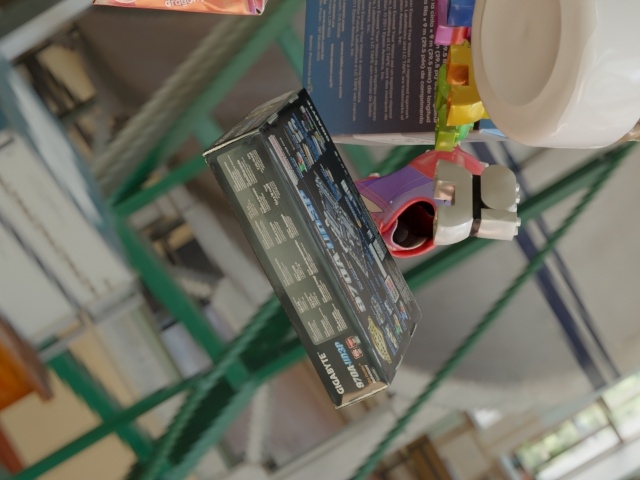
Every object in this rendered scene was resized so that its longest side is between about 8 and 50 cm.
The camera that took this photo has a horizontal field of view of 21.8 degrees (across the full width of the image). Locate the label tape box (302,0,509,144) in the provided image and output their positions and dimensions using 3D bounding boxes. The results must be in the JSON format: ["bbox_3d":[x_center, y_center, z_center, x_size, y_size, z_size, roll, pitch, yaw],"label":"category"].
[{"bbox_3d":[0.133,-0.228,1.748,0.115,0.348,0.249,4,89,-44],"label":"label tape box"}]

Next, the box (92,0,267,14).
[{"bbox_3d":[-0.108,-0.310,1.526,0.300,0.154,0.142,-78,173,-69],"label":"box"}]

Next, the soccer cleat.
[{"bbox_3d":[0.064,-0.016,1.570,0.083,0.095,0.248,38,-36,-19],"label":"soccer cleat"}]

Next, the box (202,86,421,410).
[{"bbox_3d":[0.000,0.000,1.295,0.220,0.051,0.175,62,17,-10],"label":"box"}]

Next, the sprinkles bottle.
[{"bbox_3d":[0.264,-0.111,0.942,0.121,0.355,0.121,179,-90,-65],"label":"sprinkles bottle"}]

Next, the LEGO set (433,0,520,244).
[{"bbox_3d":[0.126,-0.106,1.090,0.087,0.093,0.227,98,-4,-52],"label":"LEGO set"}]
